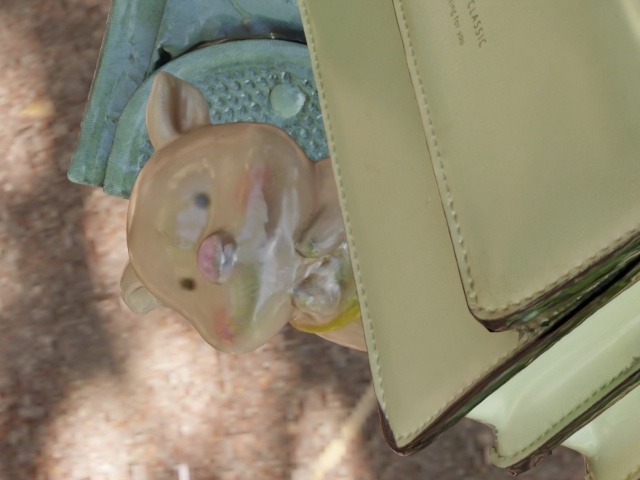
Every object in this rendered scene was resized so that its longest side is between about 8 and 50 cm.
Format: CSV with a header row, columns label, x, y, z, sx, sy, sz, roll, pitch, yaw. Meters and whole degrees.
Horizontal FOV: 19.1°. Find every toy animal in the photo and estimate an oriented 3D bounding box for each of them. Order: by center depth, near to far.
label,x,y,z,sx,sy,sz,roll,pitch,yaw
toy animal,0.001,-0.003,1.208,0.248,0.149,0.165,11,96,-7

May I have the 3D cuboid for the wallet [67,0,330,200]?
label,x,y,z,sx,sy,sz,roll,pitch,yaw
wallet,-0.027,-0.119,1.606,0.342,0.075,0.237,14,94,4

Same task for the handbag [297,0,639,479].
label,x,y,z,sx,sy,sz,roll,pitch,yaw
handbag,0.116,-0.086,0.916,0.160,0.237,0.358,19,43,-33
